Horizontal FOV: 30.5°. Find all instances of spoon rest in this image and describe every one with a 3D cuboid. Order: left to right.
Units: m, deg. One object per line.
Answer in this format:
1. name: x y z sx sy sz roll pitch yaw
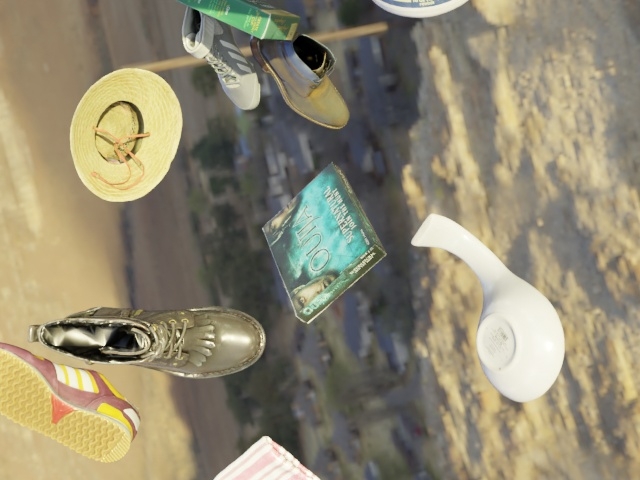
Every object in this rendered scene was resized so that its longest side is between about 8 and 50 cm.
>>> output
1. spoon rest: 0.220 0.079 1.489 0.137 0.084 0.276 -57 49 34

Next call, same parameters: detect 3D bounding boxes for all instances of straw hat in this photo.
1. straw hat: -0.222 -0.119 1.258 0.061 0.144 0.144 25 131 47

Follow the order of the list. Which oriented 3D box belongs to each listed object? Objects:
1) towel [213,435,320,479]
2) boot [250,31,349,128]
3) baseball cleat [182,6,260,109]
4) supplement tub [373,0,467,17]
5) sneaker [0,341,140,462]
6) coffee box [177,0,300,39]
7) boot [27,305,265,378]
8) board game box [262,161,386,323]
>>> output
1. towel: -0.054 0.384 1.690 0.197 0.144 0.029 42 -154 -6
2. boot: -0.011 -0.249 1.841 0.219 0.082 0.106 42 165 -29
3. baseball cleat: -0.165 -0.289 1.856 0.072 0.109 0.206 -8 113 37
4. supplement tub: 0.162 -0.573 2.012 0.325 0.235 0.235 72 174 -52
5. sneaker: -0.275 0.159 1.228 0.185 0.069 0.084 36 -162 -9
6. coffee box: -0.130 -0.335 1.666 0.113 0.184 0.040 -17 -49 -67
7. boot: -0.191 0.120 1.358 0.229 0.263 0.091 149 123 -84
8. board game box: 0.000 0.000 1.394 0.026 0.126 0.186 39 -164 -34
